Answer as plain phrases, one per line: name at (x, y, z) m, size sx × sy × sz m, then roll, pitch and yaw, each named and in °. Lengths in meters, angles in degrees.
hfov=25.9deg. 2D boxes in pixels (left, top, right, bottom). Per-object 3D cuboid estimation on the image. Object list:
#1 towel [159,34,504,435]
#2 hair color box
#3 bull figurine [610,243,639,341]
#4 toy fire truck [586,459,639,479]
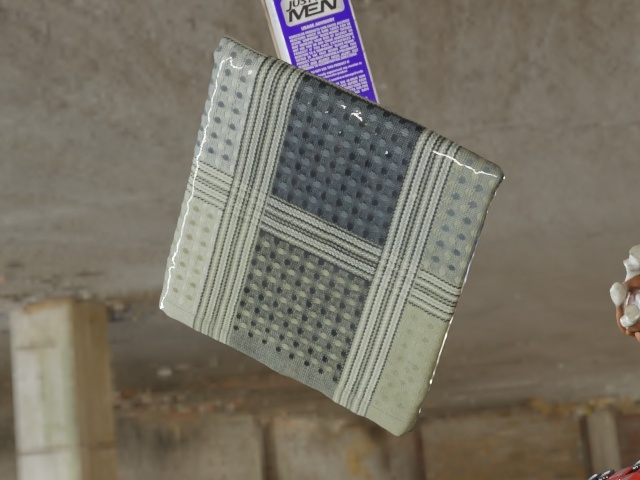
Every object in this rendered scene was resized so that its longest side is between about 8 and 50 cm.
towel at (0.000, 0.000, 1.365) m, size 0.312 × 0.324 × 0.056 m, roll 26°, pitch -149°, yaw 15°
hair color box at (0.016, -0.190, 1.876) m, size 0.110 × 0.339 × 0.185 m, roll -16°, pitch -169°, yaw -4°
bull figurine at (0.489, 0.022, 1.702) m, size 0.310 × 0.101 × 0.188 m, roll -42°, pitch 147°, yaw 15°
toy fire truck at (0.262, 0.288, 1.417) m, size 0.135 × 0.047 × 0.192 m, roll -31°, pitch 175°, yaw -29°
